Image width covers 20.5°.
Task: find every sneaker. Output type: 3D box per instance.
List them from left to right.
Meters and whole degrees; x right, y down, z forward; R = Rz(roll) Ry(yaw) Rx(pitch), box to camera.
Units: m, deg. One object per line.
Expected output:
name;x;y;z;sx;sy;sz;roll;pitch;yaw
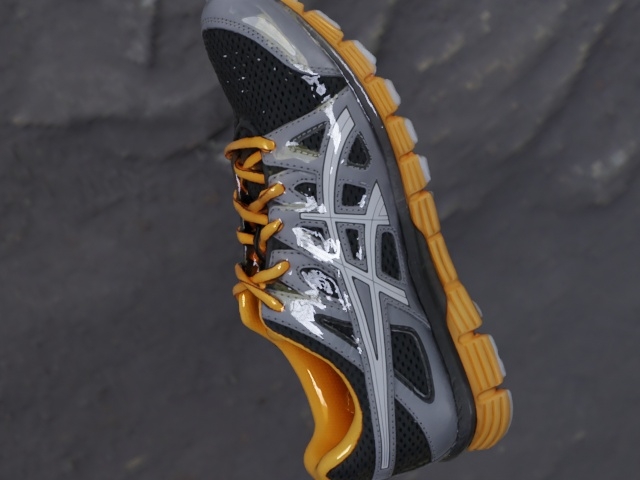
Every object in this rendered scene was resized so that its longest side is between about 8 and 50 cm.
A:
sneaker;0.000;0.000;0.696;0.083;0.215;0.084;-27;-175;-18
